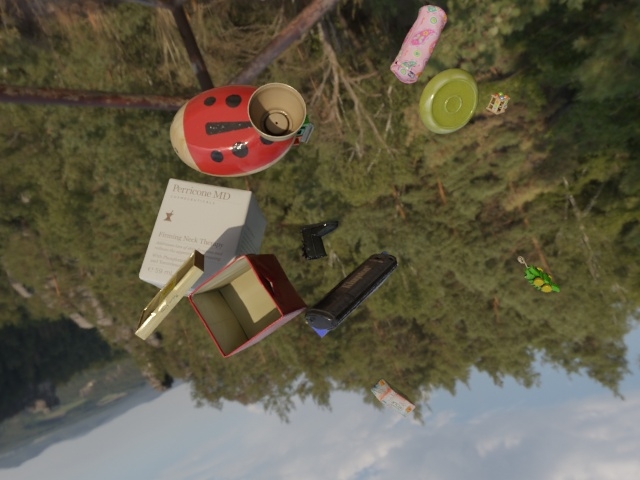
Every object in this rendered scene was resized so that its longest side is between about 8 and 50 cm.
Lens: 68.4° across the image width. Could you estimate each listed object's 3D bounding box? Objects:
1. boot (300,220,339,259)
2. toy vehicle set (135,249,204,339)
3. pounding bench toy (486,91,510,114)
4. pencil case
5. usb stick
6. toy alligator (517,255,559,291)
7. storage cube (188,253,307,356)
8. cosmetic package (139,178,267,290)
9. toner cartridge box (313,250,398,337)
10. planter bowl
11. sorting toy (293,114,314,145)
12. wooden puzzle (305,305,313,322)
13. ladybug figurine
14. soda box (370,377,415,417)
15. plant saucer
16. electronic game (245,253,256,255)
[{"bbox_3d":[0.000,0.000,1.340,0.121,0.099,0.045,-10,169,2],"label":"boot"},{"bbox_3d":[-0.448,0.157,1.414,0.267,0.035,0.166,-48,-160,4],"label":"toy vehicle set"},{"bbox_3d":[0.685,-0.527,1.786,0.083,0.052,0.065,-23,142,-31],"label":"pounding bench toy"},{"bbox_3d":[0.371,-0.744,1.789,0.284,0.124,0.124,-62,169,-1],"label":"pencil case"},{"bbox_3d":[0.071,0.097,0.963,0.077,0.045,0.278,-4,-160,39],"label":"usb stick"},{"bbox_3d":[0.649,0.109,1.435,0.051,0.190,0.056,-40,-158,45],"label":"toy alligator"},{"bbox_3d":[-0.181,0.158,1.212,0.215,0.183,0.193,-37,170,14],"label":"storage cube"},{"bbox_3d":[-0.431,0.021,1.817,0.330,0.393,0.327,10,164,7],"label":"cosmetic package"},{"bbox_3d":[0.115,0.175,1.587,0.348,0.075,0.165,-33,164,-44],"label":"toner cartridge box"},{"bbox_3d":[-0.125,-0.354,1.359,0.162,0.161,0.109,-21,173,-9],"label":"planter bowl"},{"bbox_3d":[-0.132,-0.390,1.781,0.196,0.047,0.348,-5,172,-12],"label":"sorting toy"},{"bbox_3d":[0.002,0.269,1.707,0.117,0.078,0.014,-2,143,-5],"label":"wooden puzzle"},{"bbox_3d":[-0.292,-0.365,1.547,0.450,0.304,0.162,-8,-175,8],"label":"ladybug figurine"},{"bbox_3d":[0.251,0.541,1.616,0.058,0.063,0.183,-46,127,0],"label":"soda box"},{"bbox_3d":[0.480,-0.502,1.723,0.241,0.240,0.037,-22,-146,-4],"label":"plant saucer"},{"bbox_3d":[-0.228,0.158,1.570,0.048,0.229,0.229,-3,178,20],"label":"electronic game"}]
